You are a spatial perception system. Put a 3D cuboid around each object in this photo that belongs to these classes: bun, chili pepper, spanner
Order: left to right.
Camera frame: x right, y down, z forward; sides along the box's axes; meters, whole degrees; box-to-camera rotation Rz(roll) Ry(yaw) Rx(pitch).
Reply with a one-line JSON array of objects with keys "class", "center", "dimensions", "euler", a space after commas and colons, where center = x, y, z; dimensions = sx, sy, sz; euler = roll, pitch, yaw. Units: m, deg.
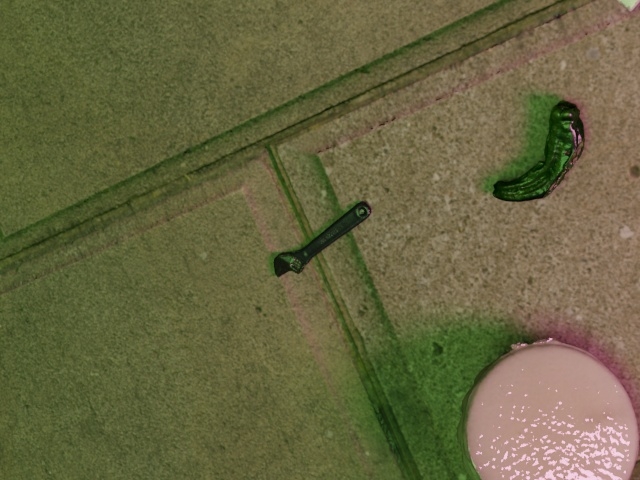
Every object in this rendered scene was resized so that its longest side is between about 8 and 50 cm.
[{"class": "spanner", "center": [0.000, 0.000, 1.840], "dimensions": [0.208, 0.012, 0.046], "euler": [-37, 85, 29]}, {"class": "bun", "center": [0.313, 0.281, 1.680], "dimensions": [0.263, 0.175, 0.263], "euler": [1, 77, -6]}, {"class": "chili pepper", "center": [0.316, -0.112, 1.634], "dimensions": [0.073, 0.050, 0.182], "euler": [38, 120, 5]}]

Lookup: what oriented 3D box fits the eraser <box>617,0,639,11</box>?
[{"class": "eraser", "center": [0.491, -0.470, 1.423], "dimensions": [0.098, 0.096, 0.404], "euler": [43, 117, 9]}]
